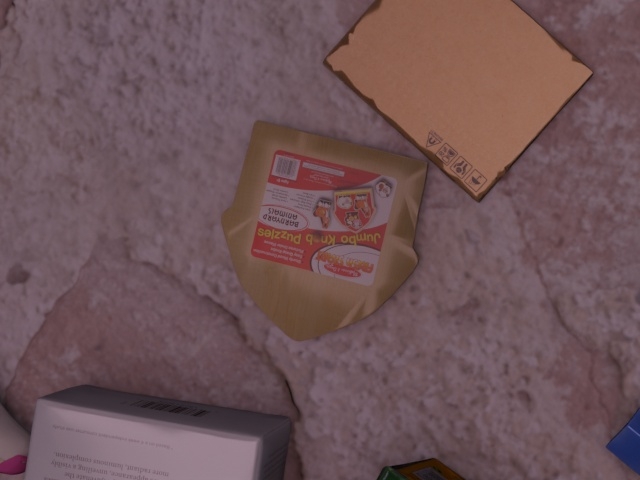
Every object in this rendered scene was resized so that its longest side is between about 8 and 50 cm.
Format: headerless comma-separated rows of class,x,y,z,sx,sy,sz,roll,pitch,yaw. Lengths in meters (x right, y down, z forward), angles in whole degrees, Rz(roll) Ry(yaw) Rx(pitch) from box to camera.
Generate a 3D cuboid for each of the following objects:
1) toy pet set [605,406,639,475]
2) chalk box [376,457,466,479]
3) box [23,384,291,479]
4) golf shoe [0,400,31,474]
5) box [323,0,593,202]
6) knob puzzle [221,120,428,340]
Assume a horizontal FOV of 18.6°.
toy pet set,0.330,0.195,1.787,0.114,0.065,0.122,40,96,6
chalk box,0.078,0.366,1.762,0.179,0.180,0.289,32,96,17
box,-0.166,0.324,1.815,0.215,0.168,0.345,9,92,8
golf shoe,-0.380,0.099,1.874,0.306,0.115,0.140,39,93,5
box,0.129,-0.162,1.833,0.201,0.021,0.164,42,97,6
knob puzzle,0.000,0.000,1.852,0.213,0.030,0.213,0,91,8
